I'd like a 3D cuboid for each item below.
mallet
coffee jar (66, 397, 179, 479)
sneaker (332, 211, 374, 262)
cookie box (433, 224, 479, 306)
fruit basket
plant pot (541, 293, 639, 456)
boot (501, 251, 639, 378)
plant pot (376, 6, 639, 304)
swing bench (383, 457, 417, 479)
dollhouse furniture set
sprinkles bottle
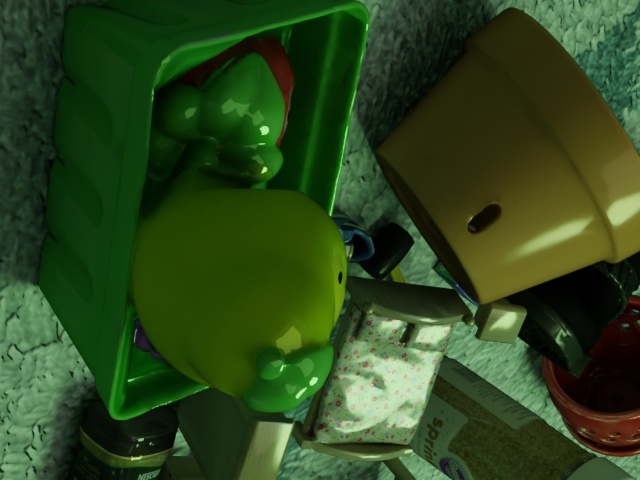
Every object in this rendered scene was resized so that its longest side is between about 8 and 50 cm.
[{"bbox_3d":[0.084,0.055,2.045,0.062,0.039,0.189,-44,148,-20],"label":"mallet"},{"bbox_3d":[-0.208,0.241,1.793,0.096,0.079,0.184,-7,123,-50],"label":"coffee jar"},{"bbox_3d":[0.000,0.000,1.867,0.144,0.059,0.053,-6,125,-48],"label":"sneaker"},{"bbox_3d":[0.194,0.017,2.141,0.107,0.040,0.092,-54,147,-3],"label":"cookie box"},{"bbox_3d":[-0.068,-0.007,1.503,0.283,0.392,0.392,-20,133,-41],"label":"fruit basket"},{"bbox_3d":[0.399,0.192,2.416,0.191,0.191,0.174,-45,150,-16],"label":"plant pot"},{"bbox_3d":[0.334,0.024,2.206,0.260,0.131,0.348,-54,167,1],"label":"boot"},{"bbox_3d":[0.196,-0.067,1.883,0.203,0.291,0.291,-35,144,-3],"label":"plant pot"},{"bbox_3d":[0.072,0.416,2.134,0.253,0.255,0.165,-20,133,-41],"label":"swing bench"},{"bbox_3d":[0.041,0.212,1.881,0.356,0.174,0.303,7,116,-27],"label":"dollhouse furniture set"},{"bbox_3d":[0.187,0.226,2.024,0.121,0.355,0.121,-33,140,-32],"label":"sprinkles bottle"}]
